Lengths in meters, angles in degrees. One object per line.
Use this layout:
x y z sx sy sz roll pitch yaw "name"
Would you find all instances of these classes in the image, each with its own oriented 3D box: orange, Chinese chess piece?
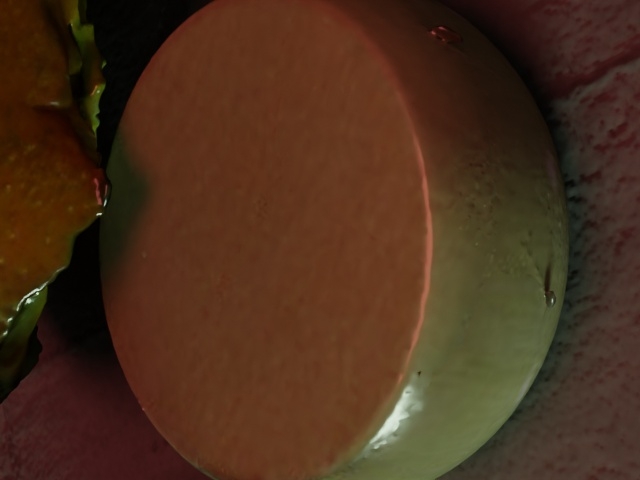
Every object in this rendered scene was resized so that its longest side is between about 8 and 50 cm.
-0.213 -0.064 0.942 0.262 0.196 0.335 133 132 -86 "orange"
0.000 0.000 0.820 0.273 0.102 0.273 0 90 46 "Chinese chess piece"
